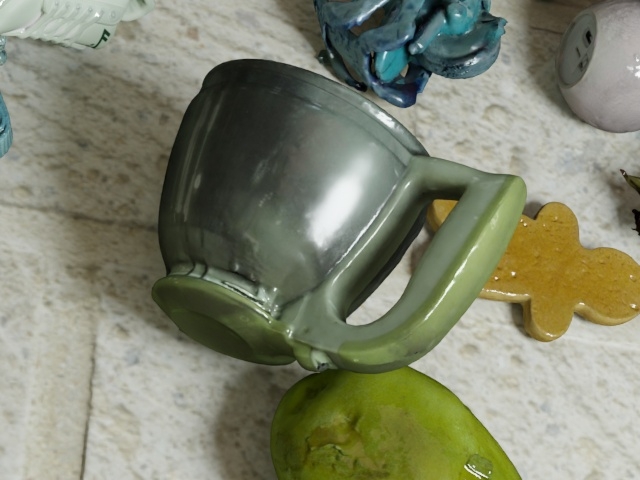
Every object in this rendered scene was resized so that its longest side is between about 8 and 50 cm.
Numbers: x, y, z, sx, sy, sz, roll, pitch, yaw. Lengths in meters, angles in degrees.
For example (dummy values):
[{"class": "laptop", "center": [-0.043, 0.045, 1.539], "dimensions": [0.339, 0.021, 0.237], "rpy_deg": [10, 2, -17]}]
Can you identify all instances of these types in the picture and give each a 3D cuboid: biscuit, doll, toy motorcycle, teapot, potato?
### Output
[{"class": "biscuit", "center": [0.213, 0.028, 1.678], "dimensions": [0.240, 0.035, 0.158], "rpy_deg": [17, 60, -9]}, {"class": "doll", "center": [0.395, -0.166, 1.796], "dimensions": [0.287, 0.151, 0.151], "rpy_deg": [13, 59, -20]}, {"class": "toy motorcycle", "center": [0.092, -0.264, 1.745], "dimensions": [0.206, 0.154, 0.260], "rpy_deg": [0, 52, 7]}, {"class": "teapot", "center": [-0.004, 0.007, 1.498], "dimensions": [0.321, 0.239, 0.239], "rpy_deg": [22, 70, 9]}, {"class": "potato", "center": [0.070, 0.211, 1.460], "dimensions": [0.253, 0.148, 0.186], "rpy_deg": [32, 54, 1]}]

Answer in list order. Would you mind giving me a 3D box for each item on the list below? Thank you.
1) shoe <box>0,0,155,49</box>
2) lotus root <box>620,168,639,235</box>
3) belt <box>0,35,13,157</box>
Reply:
[{"class": "shoe", "center": [-0.238, -0.227, 1.589], "dimensions": [0.110, 0.095, 0.265], "rpy_deg": [58, 33, -12]}, {"class": "lotus root", "center": [0.439, -0.013, 1.707], "dimensions": [0.278, 0.154, 0.154], "rpy_deg": [14, 59, -9]}, {"class": "belt", "center": [-0.322, -0.161, 1.588], "dimensions": [0.100, 0.065, 0.179], "rpy_deg": [-18, 71, -17]}]
